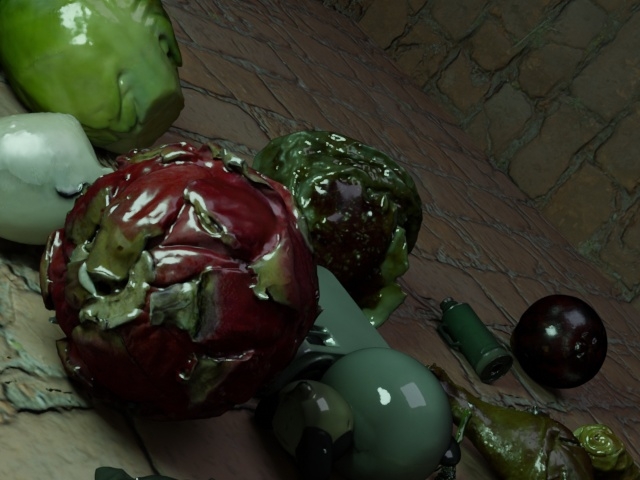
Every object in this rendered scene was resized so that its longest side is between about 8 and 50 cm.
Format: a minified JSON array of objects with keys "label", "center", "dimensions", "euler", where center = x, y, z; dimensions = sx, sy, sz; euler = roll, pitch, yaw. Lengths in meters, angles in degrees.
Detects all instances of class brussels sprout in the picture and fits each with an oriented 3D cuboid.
[{"label":"brussels sprout","center":[-0.347,-0.305,1.655],"dimensions":[0.344,0.268,0.344],"euler":[48,12,-14]}]

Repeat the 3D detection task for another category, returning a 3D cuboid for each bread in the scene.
[{"label":"bread","center":[0.495,0.396,1.830],"dimensions":[0.269,0.087,0.098],"euler":[52,4,-44]}]

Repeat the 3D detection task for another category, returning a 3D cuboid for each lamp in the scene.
[{"label":"lamp","center":[0.054,0.231,1.373],"dimensions":[0.244,0.198,0.198],"euler":[1,40,-36]}]

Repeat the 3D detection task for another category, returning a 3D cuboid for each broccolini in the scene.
[{"label":"broccolini","center":[0.203,0.311,1.585],"dimensions":[0.035,0.030,0.140],"euler":[43,49,-16]}]

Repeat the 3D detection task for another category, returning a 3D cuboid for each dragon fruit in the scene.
[{"label":"dragon fruit","center":[-0.150,0.043,1.200],"dimensions":[0.329,0.329,0.329],"euler":[35,20,-14]}]

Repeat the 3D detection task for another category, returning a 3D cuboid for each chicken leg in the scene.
[{"label":"chicken leg","center":[0.305,0.311,1.702],"dimensions":[0.361,0.140,0.211],"euler":[47,28,10]}]

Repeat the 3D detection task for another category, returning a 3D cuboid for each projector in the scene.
[{"label":"projector","center":[-0.032,0.129,1.529],"dimensions":[0.250,0.108,0.198],"euler":[14,32,-55]}]

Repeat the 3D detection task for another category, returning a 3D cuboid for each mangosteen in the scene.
[{"label":"mangosteen","center":[0.489,0.208,2.214],"dimensions":[0.210,0.210,0.210],"euler":[35,20,-14]}]

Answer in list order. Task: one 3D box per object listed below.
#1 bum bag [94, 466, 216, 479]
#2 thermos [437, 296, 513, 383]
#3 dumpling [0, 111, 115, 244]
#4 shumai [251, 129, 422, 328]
[{"label":"bum bag","center":[-0.090,0.298,1.097],"dimensions":[0.326,0.080,0.142],"euler":[18,21,-41]},{"label":"thermos","center":[0.286,0.186,2.062],"dimensions":[0.188,0.083,0.073],"euler":[56,3,41]},{"label":"dumpling","center":[-0.369,-0.087,1.325],"dimensions":[0.243,0.175,0.227],"euler":[40,-10,-18]},{"label":"shumai","center":[0.000,0.000,1.793],"dimensions":[0.330,0.292,0.288],"euler":[29,58,-4]}]
